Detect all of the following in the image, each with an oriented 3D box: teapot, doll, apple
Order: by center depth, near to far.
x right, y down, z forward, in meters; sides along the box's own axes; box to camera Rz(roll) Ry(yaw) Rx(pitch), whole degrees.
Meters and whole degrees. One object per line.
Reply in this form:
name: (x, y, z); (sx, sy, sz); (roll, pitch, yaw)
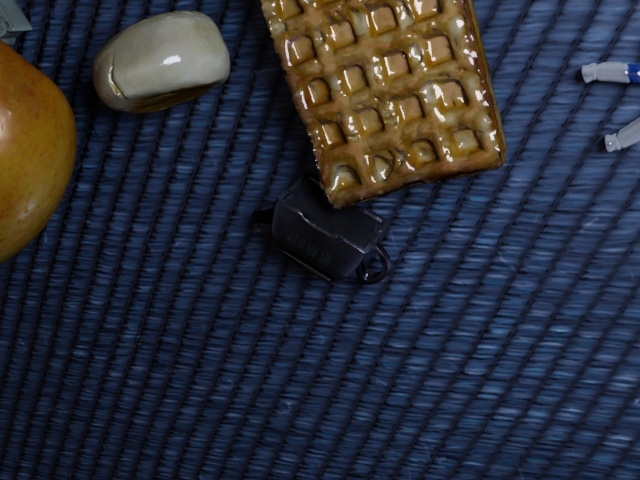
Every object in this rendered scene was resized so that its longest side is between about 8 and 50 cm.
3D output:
doll: (0.377, -0.159, 0.726); (0.227, 0.057, 0.114); (-16, 97, 32)
apple: (-0.431, -0.114, 0.888); (0.299, 0.299, 0.275); (42, 93, 0)
teapot: (0.000, 0.000, 0.895); (0.177, 0.087, 0.096); (31, 125, 6)

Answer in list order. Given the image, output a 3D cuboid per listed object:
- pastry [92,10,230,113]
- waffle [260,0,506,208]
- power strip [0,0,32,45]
pastry: (-0.179, -0.197, 0.844); (0.156, 0.156, 0.092); (-20, 98, 24)
waffle: (0.062, -0.198, 0.798); (0.213, 0.091, 0.308); (-13, 103, 23)
power strip: (-0.419, -0.312, 0.933); (0.216, 0.061, 0.145); (-28, 97, 26)
